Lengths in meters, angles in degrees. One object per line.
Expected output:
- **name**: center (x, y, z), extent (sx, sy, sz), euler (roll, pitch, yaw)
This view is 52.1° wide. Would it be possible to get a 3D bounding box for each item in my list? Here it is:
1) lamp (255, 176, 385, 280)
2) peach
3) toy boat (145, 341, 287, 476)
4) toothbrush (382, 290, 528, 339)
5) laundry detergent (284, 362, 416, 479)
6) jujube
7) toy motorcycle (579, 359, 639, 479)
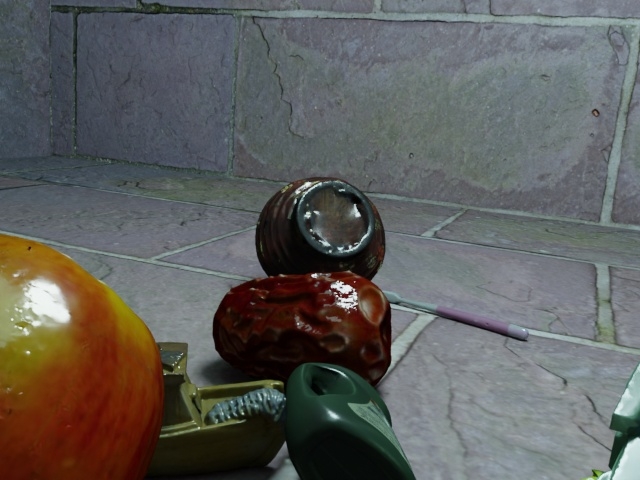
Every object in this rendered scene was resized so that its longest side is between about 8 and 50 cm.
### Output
- **lamp**: center (0.000, 0.000, 1.184), extent (0.247, 0.247, 0.247), euler (4, 12, -1)
- **peach**: center (-0.237, 0.133, 0.431), extent (0.281, 0.281, 0.238), euler (15, -28, 40)
- **toy boat**: center (-0.185, 0.157, 0.616), extent (0.321, 0.121, 0.089), euler (2, 18, -11)
- **toothbrush**: center (0.223, 0.125, 1.135), extent (0.286, 0.020, 0.025), euler (14, 9, 37)
- **laundry detergent**: center (0.023, 0.172, 0.626), extent (0.144, 0.078, 0.221), euler (45, 6, -9)
- **jujube**: center (-0.021, 0.113, 0.822), extent (0.230, 0.155, 0.155), euler (-1, 9, 27)
- **toy motorcycle**: center (0.342, 0.191, 0.555), extent (0.200, 0.191, 0.326), euler (17, 32, 33)
